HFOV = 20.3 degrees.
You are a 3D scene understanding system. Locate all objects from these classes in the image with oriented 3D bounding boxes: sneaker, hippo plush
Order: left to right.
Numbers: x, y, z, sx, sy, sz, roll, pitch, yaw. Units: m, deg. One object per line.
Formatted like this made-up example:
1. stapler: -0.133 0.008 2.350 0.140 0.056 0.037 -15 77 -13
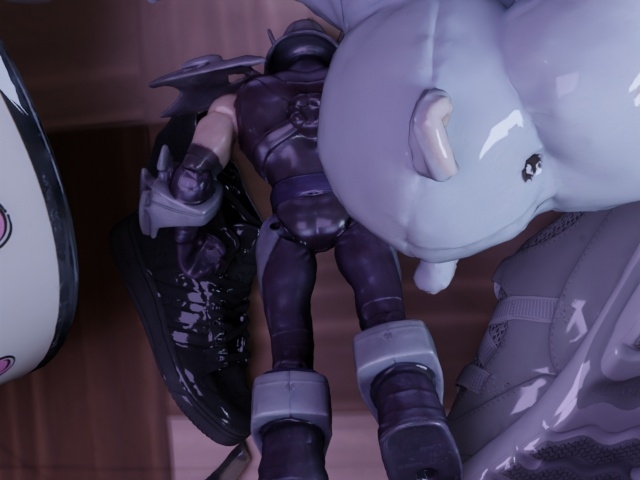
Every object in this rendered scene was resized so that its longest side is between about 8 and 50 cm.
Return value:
1. sneaker: -0.058 0.019 0.973 0.089 0.051 0.170 -33 77 23
2. hippo plush: 0.056 -0.122 0.765 0.294 0.234 0.236 -10 57 1
3. sneaker: 0.125 0.059 0.899 0.281 0.105 0.115 -51 40 22

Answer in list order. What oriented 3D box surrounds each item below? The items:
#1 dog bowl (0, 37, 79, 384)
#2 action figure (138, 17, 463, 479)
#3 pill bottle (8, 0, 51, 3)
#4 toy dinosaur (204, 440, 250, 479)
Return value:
1. dog bowl: -0.319 -0.051 0.900 0.408 0.150 0.408 30 143 26
2. action figure: 0.000 0.000 0.892 0.185 0.099 0.285 -11 57 9
3. pill bottle: -0.099 -0.335 0.872 0.229 0.229 0.407 45 108 13
4. toy dinosaur: -0.138 0.221 1.016 0.268 0.064 0.118 -27 77 17
